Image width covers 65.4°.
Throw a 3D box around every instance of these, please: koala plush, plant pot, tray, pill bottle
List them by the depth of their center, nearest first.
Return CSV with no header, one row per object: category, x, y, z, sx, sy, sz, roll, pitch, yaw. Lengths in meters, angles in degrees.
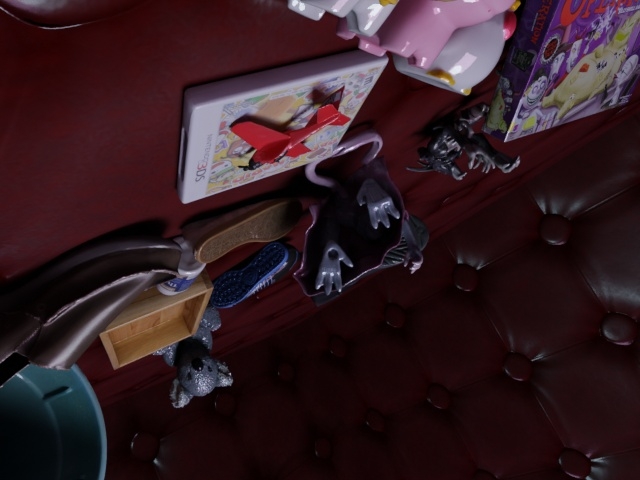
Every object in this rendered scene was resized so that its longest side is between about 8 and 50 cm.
plant pot,-0.599,0.365,0.799,0.334,0.341,0.341,-21,170,11
pill bottle,-0.233,0.046,0.816,0.067,0.067,0.120,-19,165,-37
tray,-0.352,0.163,1.036,0.202,0.076,0.411,-22,166,-25
koala plush,-0.341,0.314,1.331,0.196,0.221,0.203,-22,167,-28

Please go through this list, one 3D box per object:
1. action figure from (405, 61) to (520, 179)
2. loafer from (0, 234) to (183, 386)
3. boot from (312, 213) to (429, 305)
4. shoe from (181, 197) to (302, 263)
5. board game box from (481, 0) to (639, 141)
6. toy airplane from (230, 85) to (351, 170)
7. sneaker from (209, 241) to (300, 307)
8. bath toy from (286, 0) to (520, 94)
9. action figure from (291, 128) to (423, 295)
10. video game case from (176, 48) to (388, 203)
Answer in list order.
action figure,0.276,-0.176,0.857,0.164,0.141,0.275,-21,164,-45
loafer,-0.348,0.112,0.682,0.366,0.130,0.134,-27,168,-5
boot,0.119,0.076,1.536,0.367,0.146,0.445,-19,165,-4
shoe,-0.120,-0.030,0.803,0.219,0.058,0.077,-23,137,-40
board game box,0.379,-0.269,0.697,0.346,0.056,0.208,-21,133,-31
toy airplane,-0.028,-0.117,0.557,0.151,0.028,0.151,-25,167,-6
sneaker,-0.146,0.084,1.139,0.232,0.081,0.090,-33,160,19
bath toy,0.075,-0.198,0.361,0.348,0.151,0.129,-8,121,-60
action figure,0.036,-0.035,0.917,0.248,0.276,0.370,-18,-171,8
video game case,-0.053,-0.129,0.583,0.227,0.026,0.206,-23,167,-25
